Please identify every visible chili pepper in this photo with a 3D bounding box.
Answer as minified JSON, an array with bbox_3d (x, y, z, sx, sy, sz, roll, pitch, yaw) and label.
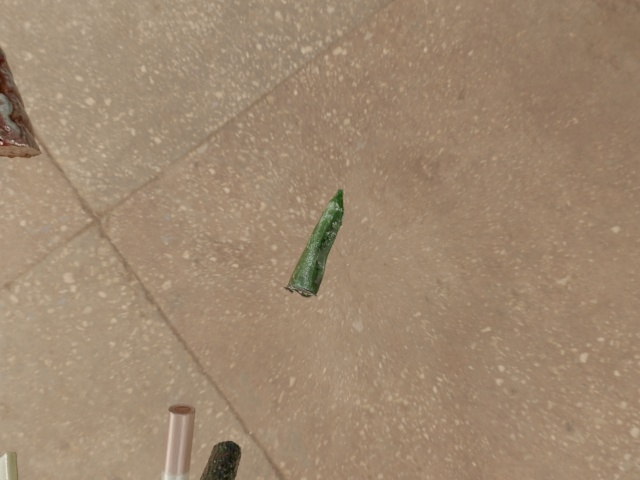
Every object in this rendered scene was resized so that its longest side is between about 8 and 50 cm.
[{"bbox_3d":[0.000,0.000,1.099,0.059,0.088,0.227,25,76,-12],"label":"chili pepper"}]

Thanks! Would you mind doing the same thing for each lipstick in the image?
[{"bbox_3d":[-0.369,0.556,1.450,0.070,0.070,0.255,7,96,3],"label":"lipstick"}]

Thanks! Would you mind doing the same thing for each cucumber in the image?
[{"bbox_3d":[-0.208,0.480,0.997,0.067,0.293,0.068,4,115,9],"label":"cucumber"}]

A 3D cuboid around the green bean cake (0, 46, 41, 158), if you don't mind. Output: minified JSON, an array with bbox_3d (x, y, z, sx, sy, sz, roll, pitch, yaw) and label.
[{"bbox_3d":[-0.465,-0.157,0.633,0.232,0.097,0.199,-18,81,-19],"label":"green bean cake"}]

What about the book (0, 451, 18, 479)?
[{"bbox_3d":[-0.500,0.450,0.745,0.295,0.020,0.208,-37,52,13],"label":"book"}]
